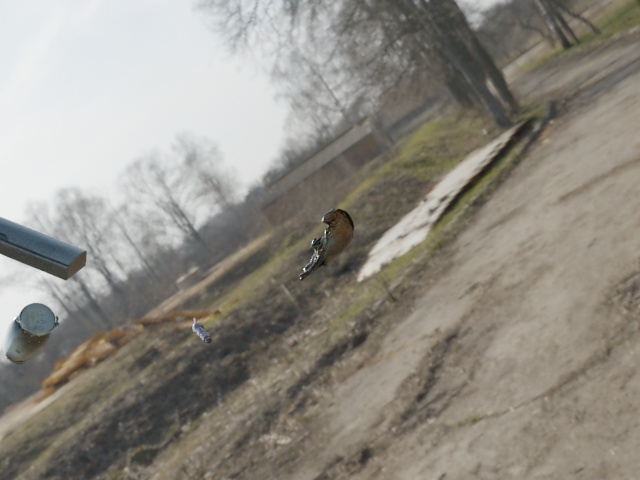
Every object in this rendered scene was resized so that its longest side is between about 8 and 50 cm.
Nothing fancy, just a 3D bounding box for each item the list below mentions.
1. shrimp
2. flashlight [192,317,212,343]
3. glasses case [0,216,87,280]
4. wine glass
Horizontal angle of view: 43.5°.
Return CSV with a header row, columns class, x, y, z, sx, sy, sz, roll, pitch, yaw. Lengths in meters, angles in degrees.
class,x,y,z,sx,sy,sz,roll,pitch,yaw
shrimp,-0.002,0.009,2.135,0.066,0.117,0.262,-20,14,46
flashlight,-0.347,0.271,2.358,0.031,0.052,0.110,-9,27,-31
glasses case,-0.573,0.013,1.593,0.071,0.204,0.047,-53,-18,-60
wine glass,-0.797,0.254,2.184,0.111,0.111,0.204,-39,-2,-46
